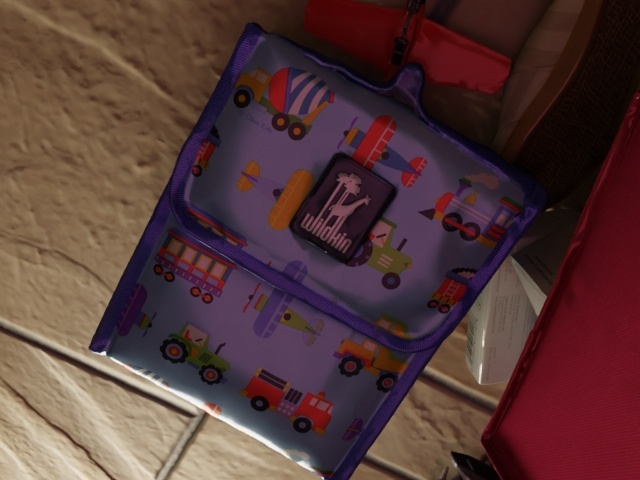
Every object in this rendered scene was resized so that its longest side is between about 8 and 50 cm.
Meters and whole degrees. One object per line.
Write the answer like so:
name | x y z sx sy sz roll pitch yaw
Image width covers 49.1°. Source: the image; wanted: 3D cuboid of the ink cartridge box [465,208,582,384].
ink cartridge box | 0.213 0.042 0.575 0.179 0.045 0.146 -7 121 -8

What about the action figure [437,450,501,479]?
action figure | 0.095 0.353 0.705 0.099 0.185 0.285 26 108 -35

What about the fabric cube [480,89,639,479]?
fabric cube | 0.277 0.101 0.349 0.258 0.254 0.259 13 111 -14

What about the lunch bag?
lunch bag | 0.000 0.000 0.512 0.220 0.138 0.293 30 119 -3

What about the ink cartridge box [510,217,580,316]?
ink cartridge box | 0.257 0.033 0.500 0.190 0.082 0.140 -30 113 5

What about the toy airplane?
toy airplane | 0.049 -0.114 0.493 0.151 0.028 0.151 10 126 14

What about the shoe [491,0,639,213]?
shoe | 0.171 -0.110 0.474 0.076 0.058 0.219 6 128 -18
